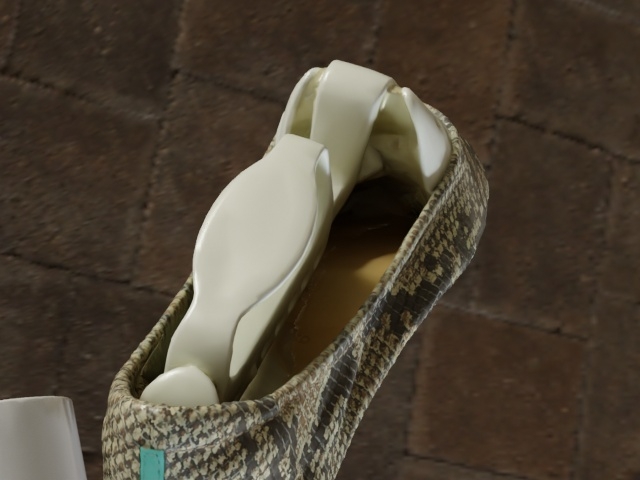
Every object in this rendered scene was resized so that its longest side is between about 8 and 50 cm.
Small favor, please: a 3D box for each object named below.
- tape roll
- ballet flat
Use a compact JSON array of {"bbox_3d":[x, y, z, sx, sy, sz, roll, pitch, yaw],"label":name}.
[{"bbox_3d":[-0.362,0.270,1.715,0.246,0.246,0.169,-6,77,-31],"label":"tape roll"},{"bbox_3d":[0.000,0.000,1.036,0.483,0.164,0.182,-59,152,-49],"label":"ballet flat"}]
